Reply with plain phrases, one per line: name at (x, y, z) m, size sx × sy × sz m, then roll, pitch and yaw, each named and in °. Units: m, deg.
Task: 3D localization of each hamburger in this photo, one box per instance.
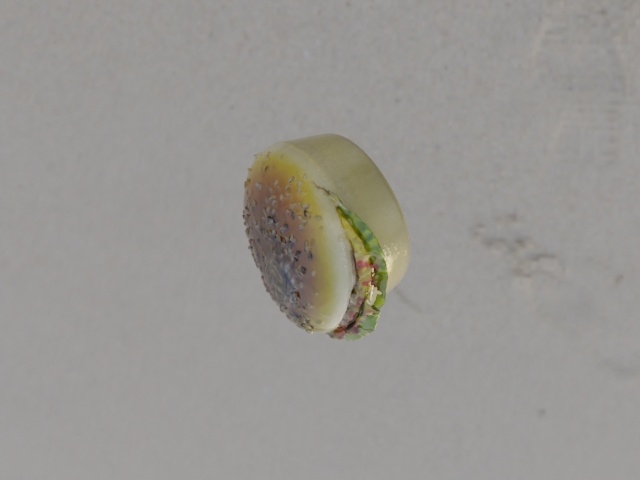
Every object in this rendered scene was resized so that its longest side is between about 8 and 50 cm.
hamburger at (0.000, 0.000, 0.867) m, size 0.081 × 0.141 × 0.126 m, roll -27°, pitch 164°, yaw -26°
